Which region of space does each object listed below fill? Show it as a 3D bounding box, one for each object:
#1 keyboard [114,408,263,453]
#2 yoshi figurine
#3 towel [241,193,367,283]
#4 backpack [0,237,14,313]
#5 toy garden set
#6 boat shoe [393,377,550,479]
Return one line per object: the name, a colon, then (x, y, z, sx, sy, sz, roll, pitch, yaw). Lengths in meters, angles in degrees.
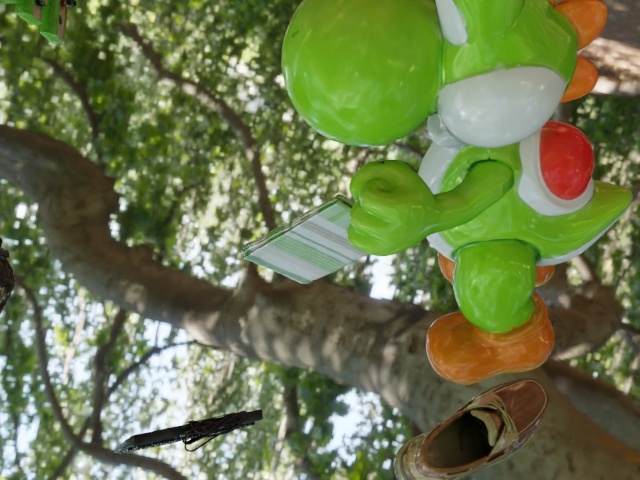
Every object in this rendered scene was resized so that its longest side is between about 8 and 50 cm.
keyboard: (-0.167, 0.263, 1.101, 0.192, 0.038, 0.100, -6, 158, -32)
yoshi figurine: (0.078, -0.060, 0.598, 0.203, 0.203, 0.362, 38, 156, 41)
towel: (0.000, 0.000, 0.952, 0.152, 0.023, 0.113, -28, 143, 33)
backpack: (-0.491, 0.112, 0.863, 0.213, 0.263, 0.276, -1, 177, 28)
toy garden set: (-0.363, -0.392, 1.058, 0.049, 0.204, 0.244, 2, 172, 8)
boat shoe: (0.277, 0.331, 1.424, 0.324, 0.120, 0.122, -27, -108, -28)
